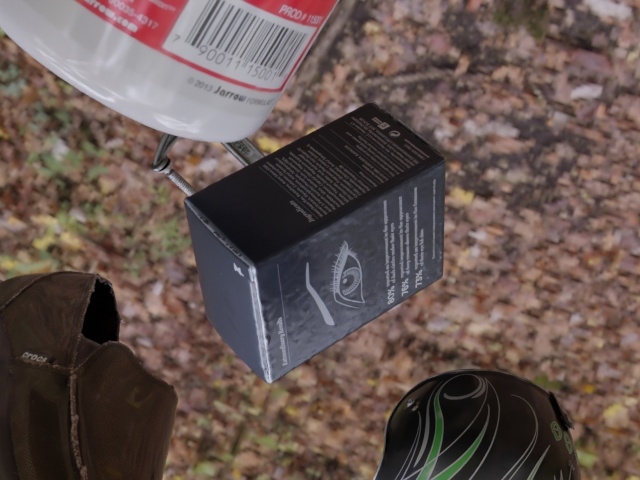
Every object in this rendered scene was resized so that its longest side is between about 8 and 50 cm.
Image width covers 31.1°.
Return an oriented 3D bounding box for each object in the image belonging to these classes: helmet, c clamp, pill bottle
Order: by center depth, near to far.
[{"bbox_3d":[-0.040,-0.288,0.765,0.229,0.408,0.229,30,-161,-11],"label":"pill bottle"},{"bbox_3d":[0.123,0.202,0.924,0.169,0.161,0.169,10,139,9],"label":"helmet"},{"bbox_3d":[-0.123,-0.062,1.249,0.161,0.137,0.022,51,177,-31],"label":"c clamp"}]

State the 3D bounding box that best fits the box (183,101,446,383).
[{"bbox_3d":[0.000,0.000,1.010,0.108,0.207,0.153,43,150,37],"label":"box"}]

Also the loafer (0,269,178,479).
[{"bbox_3d":[-0.164,0.130,0.814,0.366,0.130,0.134,-122,13,-45],"label":"loafer"}]
